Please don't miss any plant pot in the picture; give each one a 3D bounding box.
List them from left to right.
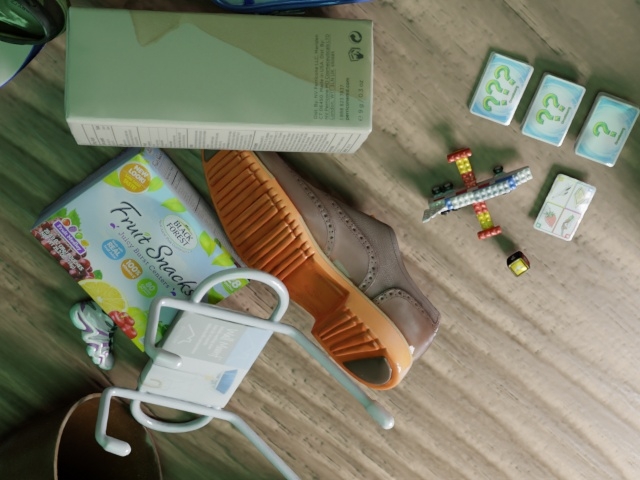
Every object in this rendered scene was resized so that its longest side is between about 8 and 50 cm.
[{"bbox_3d":[-0.358,0.324,1.546,0.230,0.215,0.215,-16,115,26],"label":"plant pot"}]

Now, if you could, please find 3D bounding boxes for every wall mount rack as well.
[{"bbox_3d":[-0.095,0.194,1.452,0.304,0.130,0.350,16,136,-18],"label":"wall mount rack"}]

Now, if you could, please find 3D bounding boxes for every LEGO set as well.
[{"bbox_3d":[0.234,-0.073,1.387,0.182,0.060,0.244,21,116,-3],"label":"LEGO set"}]

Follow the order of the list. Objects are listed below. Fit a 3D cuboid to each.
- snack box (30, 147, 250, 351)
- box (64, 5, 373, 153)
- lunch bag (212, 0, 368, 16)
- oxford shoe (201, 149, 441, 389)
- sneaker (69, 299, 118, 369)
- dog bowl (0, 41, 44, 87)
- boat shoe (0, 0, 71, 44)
[{"bbox_3d":[-0.210,0.005,1.438,0.174,0.070,0.207,-32,112,17],"label":"snack box"},{"bbox_3d":[-0.107,-0.165,1.269,0.311,0.148,0.121,2,85,-7],"label":"box"},{"bbox_3d":[-0.031,-0.375,1.222,0.243,0.115,0.303,-2,115,7],"label":"lunch bag"},{"bbox_3d":[0.000,0.000,1.414,0.363,0.133,0.130,53,144,-6],"label":"oxford shoe"},{"bbox_3d":[-0.265,0.114,1.512,0.069,0.038,0.098,-20,114,13],"label":"sneaker"},{"bbox_3d":[-0.412,-0.283,1.289,0.265,0.104,0.265,1,117,2],"label":"dog bowl"},{"bbox_3d":[-0.362,-0.254,1.200,0.223,0.073,0.080,20,113,-8],"label":"boat shoe"}]
